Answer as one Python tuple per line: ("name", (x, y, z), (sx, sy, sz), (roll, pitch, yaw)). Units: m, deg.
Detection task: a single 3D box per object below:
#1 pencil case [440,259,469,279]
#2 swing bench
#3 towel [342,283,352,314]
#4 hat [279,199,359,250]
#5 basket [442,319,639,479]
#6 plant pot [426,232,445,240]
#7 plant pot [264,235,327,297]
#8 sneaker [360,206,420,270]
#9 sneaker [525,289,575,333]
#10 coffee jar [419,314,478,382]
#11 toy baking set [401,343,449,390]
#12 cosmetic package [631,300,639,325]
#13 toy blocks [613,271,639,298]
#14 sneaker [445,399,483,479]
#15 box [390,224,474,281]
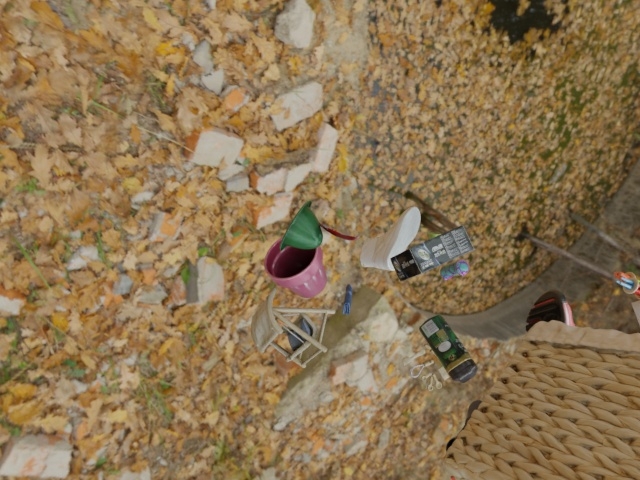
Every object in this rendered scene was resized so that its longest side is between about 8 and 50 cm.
("pencil case", (0.606, 0.135, 2.261), (0.064, 0.151, 0.070), (1, 78, -16))
("swing bench", (-0.118, 0.325, 1.816), (0.254, 0.165, 0.253), (21, 147, -11))
("towel", (0.106, 0.227, 1.925), (0.029, 0.119, 0.067), (8, 124, 4))
("hat", (0.000, 0.000, 1.442), (0.173, 0.183, 0.208), (-60, 176, 12))
("basket", (0.380, 0.311, 0.590), (0.266, 0.331, 0.328), (-40, 102, -19))
("plant pot", (0.487, 0.008, 2.111), (0.083, 0.083, 0.079), (-2, 97, -40))
("plant pot", (-0.068, 0.100, 1.735), (0.201, 0.201, 0.180), (-45, 137, -11))
("sneaker", (0.253, -0.015, 1.874), (0.293, 0.169, 0.108), (-55, 126, -29))
("sneaker", (0.636, 0.289, 1.306), (0.136, 0.116, 0.314), (14, 65, -31))
("coffee jar", (0.354, 0.301, 1.371), (0.079, 0.184, 0.096), (-36, 149, 8))
("toy baking set", (0.522, 0.603, 2.398), (0.256, 0.030, 0.197), (38, 62, -4))
("cosmetic package", (0.936, 0.267, 1.332), (0.060, 0.239, 0.099), (7, 153, -28))
("toy blocks", (0.968, 0.132, 1.556), (0.148, 0.123, 0.054), (23, 112, -15))
("sneaker", (0.474, 0.629, 1.578), (0.148, 0.350, 0.131), (31, 122, -5))
("box", (0.310, 0.038, 1.399), (0.180, 0.147, 0.078), (-22, 84, -17))
